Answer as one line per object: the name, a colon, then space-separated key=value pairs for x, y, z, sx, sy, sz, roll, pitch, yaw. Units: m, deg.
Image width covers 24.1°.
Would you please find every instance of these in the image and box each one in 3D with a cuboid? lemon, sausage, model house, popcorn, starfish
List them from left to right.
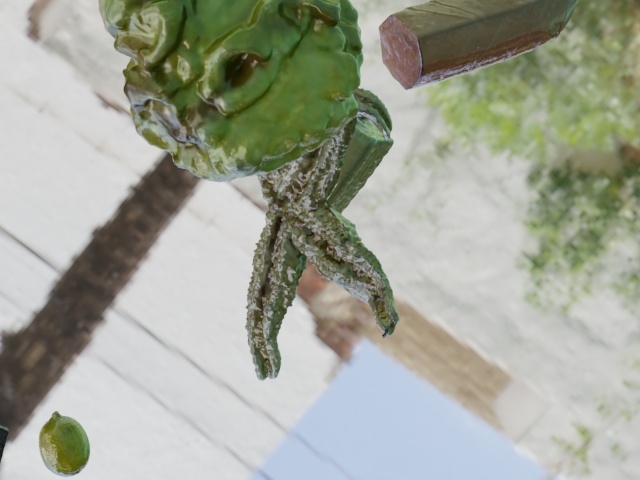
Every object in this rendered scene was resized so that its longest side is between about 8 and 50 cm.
lemon: x=-0.419 y=0.332 z=2.444 sx=0.082 sy=0.082 sz=0.110 roll=-62 pitch=-41 yaw=-76
popcorn: x=-0.097 y=-0.174 z=1.589 sx=0.286 sy=0.225 sz=0.174 roll=5 pitch=-179 yaw=-19
starfish: x=0.000 y=0.000 z=2.097 sx=0.324 sy=0.432 sz=0.082 roll=4 pitch=-172 yaw=44
model house: x=0.016 y=-0.130 z=2.428 sx=0.175 sy=0.193 sz=0.234 roll=32 pitch=-164 yaw=-17
sausage: x=0.129 y=-0.167 z=1.148 sx=0.169 sy=0.065 sz=0.065 roll=-21 pitch=-130 yaw=-24

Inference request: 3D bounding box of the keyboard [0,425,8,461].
keyboard: x=-0.624 y=0.280 z=2.233 sx=0.310 sy=0.101 sz=0.018 roll=16 pitch=-162 yaw=-6
